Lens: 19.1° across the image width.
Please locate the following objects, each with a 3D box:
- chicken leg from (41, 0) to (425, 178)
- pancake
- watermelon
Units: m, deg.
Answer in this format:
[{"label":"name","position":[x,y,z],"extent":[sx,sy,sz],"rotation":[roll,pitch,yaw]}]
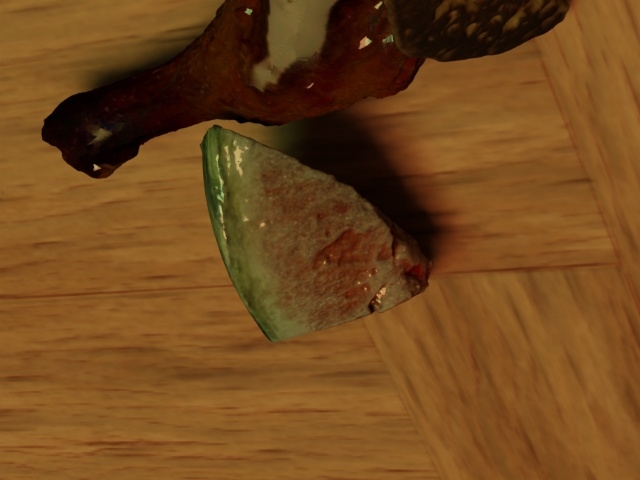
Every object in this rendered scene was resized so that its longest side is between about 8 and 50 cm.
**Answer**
[{"label":"chicken leg","position":[-0.020,-0.121,0.865],"extent":[0.158,0.096,0.407],"rotation":[38,141,-2]},{"label":"pancake","position":[0.093,-0.150,0.777],"extent":[0.190,0.184,0.020],"rotation":[-50,64,16]},{"label":"watermelon","position":[-0.009,0.003,0.964],"extent":[0.094,0.081,0.180],"rotation":[-29,146,22]}]
